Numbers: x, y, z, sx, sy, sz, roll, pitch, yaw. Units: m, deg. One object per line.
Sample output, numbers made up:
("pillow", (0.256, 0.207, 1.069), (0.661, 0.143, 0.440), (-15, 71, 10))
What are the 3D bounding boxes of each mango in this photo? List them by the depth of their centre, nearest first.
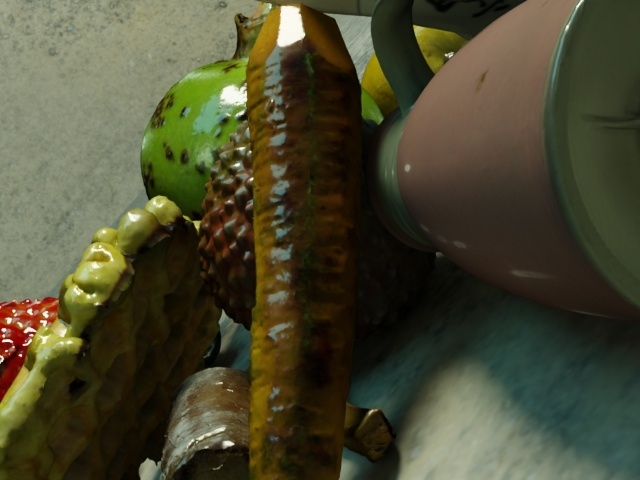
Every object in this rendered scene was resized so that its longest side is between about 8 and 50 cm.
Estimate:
("mango", (0.098, -0.156, 0.945), (0.137, 0.098, 0.195), (-55, 9, -21))

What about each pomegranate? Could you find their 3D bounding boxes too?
("pomegranate", (-0.043, -0.095, 0.888), (0.211, 0.262, 0.211), (-1, 16, 0))

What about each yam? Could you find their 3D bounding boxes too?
("yam", (-0.057, 0.129, 0.638), (0.079, 0.079, 0.141), (-45, 12, 6))

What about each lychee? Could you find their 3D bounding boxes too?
("lychee", (0.000, 0.000, 0.701), (0.165, 0.197, 0.165), (-10, 30, 6))

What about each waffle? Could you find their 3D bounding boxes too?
("waffle", (-0.143, 0.113, 0.740), (0.281, 0.058, 0.300), (75, -143, -66))

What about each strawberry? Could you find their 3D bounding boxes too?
("strawberry", (-0.320, 0.137, 1.211), (0.245, 0.205, 0.205), (-27, 13, -6))

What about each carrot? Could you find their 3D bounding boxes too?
("carrot", (-0.010, 0.025, 0.559), (0.066, 0.066, 0.314), (-27, 58, 54))

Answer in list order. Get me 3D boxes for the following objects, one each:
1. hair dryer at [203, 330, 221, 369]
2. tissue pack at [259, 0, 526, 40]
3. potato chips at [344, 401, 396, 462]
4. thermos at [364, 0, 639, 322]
("hair dryer", (-0.160, 0.057, 1.020), (0.219, 0.088, 0.224), (-42, 40, 44))
("tissue pack", (0.166, -0.231, 0.600), (0.376, 0.195, 0.390), (-2, -16, -34))
("potato chips", (0.004, 0.096, 0.635), (0.026, 0.037, 0.204), (-41, 14, -9))
("thermos", (0.099, -0.051, 0.491), (0.146, 0.176, 0.265), (-29, 10, -16))
